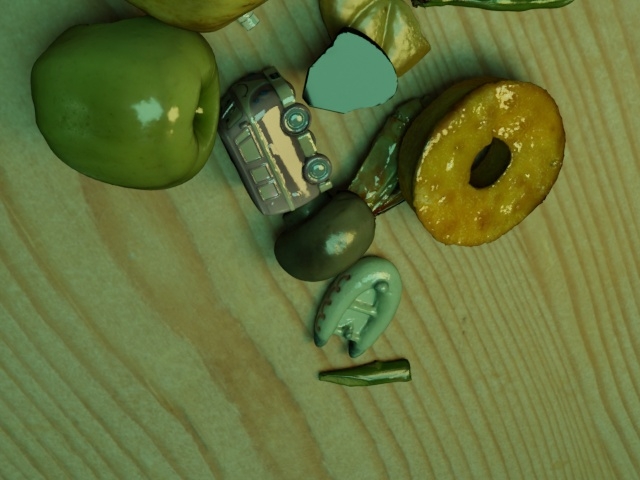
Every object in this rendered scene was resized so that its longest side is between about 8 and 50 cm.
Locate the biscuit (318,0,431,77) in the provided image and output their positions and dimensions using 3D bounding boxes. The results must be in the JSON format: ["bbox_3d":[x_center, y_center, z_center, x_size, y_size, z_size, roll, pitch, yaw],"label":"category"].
[{"bbox_3d":[0.072,-0.383,1.609,0.154,0.045,0.299,-21,120,-2],"label":"biscuit"}]

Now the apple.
[{"bbox_3d":[-0.273,-0.196,1.493,0.279,0.279,0.279,-6,118,-11],"label":"apple"}]

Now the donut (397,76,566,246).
[{"bbox_3d":[0.260,-0.141,1.718,0.302,0.110,0.303,-14,122,-24],"label":"donut"}]

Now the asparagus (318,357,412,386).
[{"bbox_3d":[0.086,0.256,1.946,0.178,0.041,0.045,-7,110,-10],"label":"asparagus"}]

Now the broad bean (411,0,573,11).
[{"bbox_3d":[0.278,-0.386,1.628,0.317,0.098,0.056,-12,128,-22],"label":"broad bean"}]

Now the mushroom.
[{"bbox_3d":[0.000,0.000,1.716,0.188,0.117,0.141,-36,102,28],"label":"mushroom"}]

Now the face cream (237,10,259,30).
[{"bbox_3d":[-0.138,-0.372,1.574,0.038,0.020,0.115,-37,117,7],"label":"face cream"}]

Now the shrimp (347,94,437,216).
[{"bbox_3d":[0.126,-0.114,1.755,0.154,0.062,0.294,33,103,-33],"label":"shrimp"}]

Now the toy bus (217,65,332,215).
[{"bbox_3d":[-0.078,-0.157,1.631,0.142,0.142,0.203,-25,121,-1],"label":"toy bus"}]

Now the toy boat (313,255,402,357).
[{"bbox_3d":[0.074,0.125,1.856,0.134,0.079,0.208,23,111,-21],"label":"toy boat"}]

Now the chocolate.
[{"bbox_3d":[0.039,-0.269,1.596,0.148,0.080,0.125,-13,112,5],"label":"chocolate"}]

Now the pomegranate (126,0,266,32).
[{"bbox_3d":[-0.155,-0.447,1.365,0.332,0.332,0.333,-6,118,-11],"label":"pomegranate"}]
